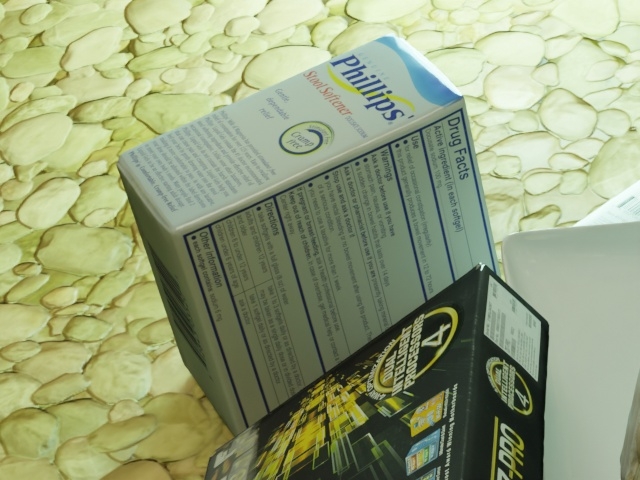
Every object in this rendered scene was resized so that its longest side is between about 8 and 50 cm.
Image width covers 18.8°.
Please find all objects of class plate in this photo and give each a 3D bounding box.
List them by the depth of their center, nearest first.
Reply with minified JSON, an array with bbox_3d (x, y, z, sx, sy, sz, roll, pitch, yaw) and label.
[{"bbox_3d":[0.305,0.107,1.608,0.277,0.045,0.278,-6,60,-2],"label":"plate"}]

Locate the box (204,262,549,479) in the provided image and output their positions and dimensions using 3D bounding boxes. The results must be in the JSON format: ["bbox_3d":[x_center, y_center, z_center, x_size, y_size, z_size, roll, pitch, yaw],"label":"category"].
[{"bbox_3d":[0.025,0.229,1.447,0.318,0.097,0.395,-39,20,28],"label":"box"}]

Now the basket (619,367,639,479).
[{"bbox_3d":[0.411,0.087,1.324,0.328,0.331,0.266,11,13,-2],"label":"basket"}]

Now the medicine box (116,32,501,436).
[{"bbox_3d":[0.000,0.000,1.753,0.289,0.263,0.149,-25,39,-13],"label":"medicine box"}]

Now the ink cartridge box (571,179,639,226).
[{"bbox_3d":[0.350,-0.001,1.777,0.203,0.086,0.148,-32,41,-21],"label":"ink cartridge box"}]
